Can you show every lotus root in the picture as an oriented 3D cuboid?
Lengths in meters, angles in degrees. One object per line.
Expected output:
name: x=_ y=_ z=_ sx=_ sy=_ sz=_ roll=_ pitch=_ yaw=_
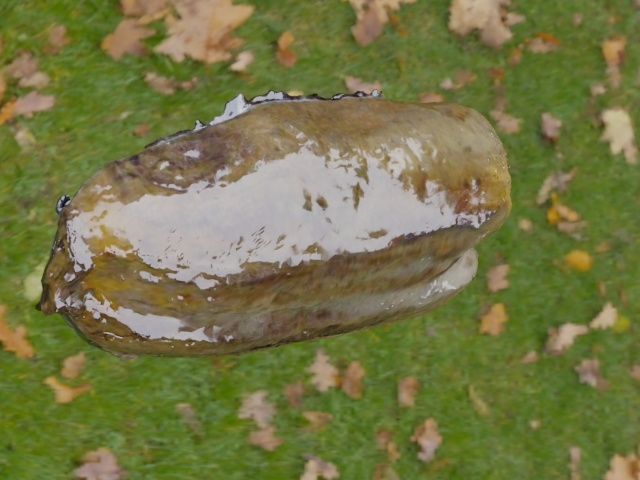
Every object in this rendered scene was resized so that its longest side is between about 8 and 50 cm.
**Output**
lotus root: x=0.000 y=0.000 z=0.692 sx=0.329 sy=0.078 sz=0.167 roll=-12 pitch=120 yaw=-38
